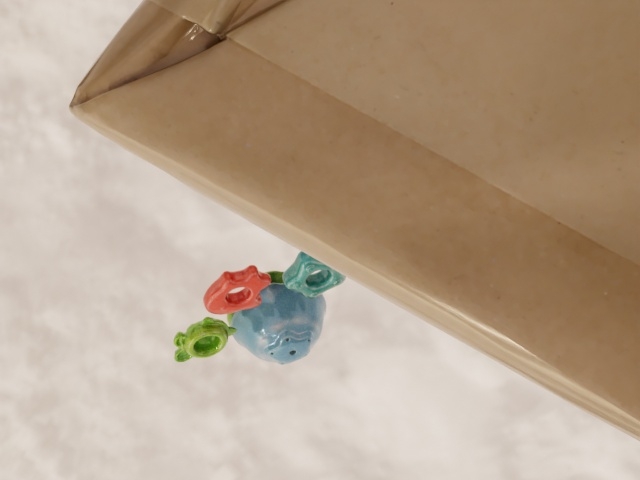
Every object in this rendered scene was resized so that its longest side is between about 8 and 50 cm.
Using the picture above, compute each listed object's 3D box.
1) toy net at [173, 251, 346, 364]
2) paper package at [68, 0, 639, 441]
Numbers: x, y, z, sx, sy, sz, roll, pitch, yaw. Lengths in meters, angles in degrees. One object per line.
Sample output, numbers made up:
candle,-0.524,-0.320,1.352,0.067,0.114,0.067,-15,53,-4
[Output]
toy net,0.000,0.000,1.064,0.122,0.232,0.045,14,40,-38
paper package,0.113,-0.024,0.638,0.309,0.325,0.168,28,91,15
